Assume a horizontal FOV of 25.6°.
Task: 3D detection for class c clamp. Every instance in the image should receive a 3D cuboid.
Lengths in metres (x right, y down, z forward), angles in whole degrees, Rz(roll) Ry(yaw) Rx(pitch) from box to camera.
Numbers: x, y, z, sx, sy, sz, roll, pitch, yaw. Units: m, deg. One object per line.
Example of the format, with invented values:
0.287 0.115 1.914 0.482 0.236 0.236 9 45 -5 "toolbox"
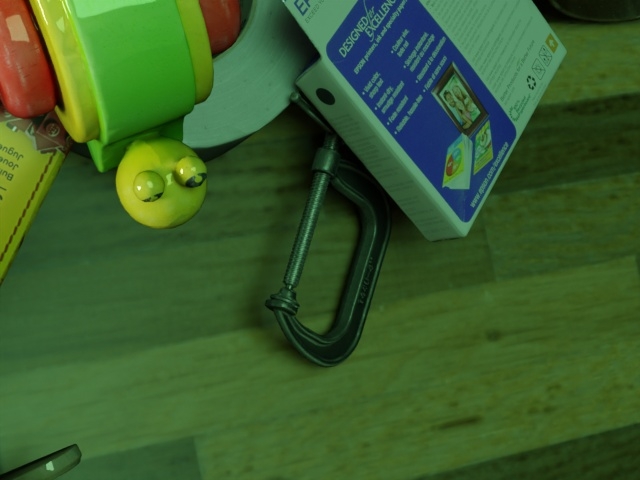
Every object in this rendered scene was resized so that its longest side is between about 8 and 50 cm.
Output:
0.000 0.000 0.943 0.137 0.022 0.161 27 72 -50 "c clamp"

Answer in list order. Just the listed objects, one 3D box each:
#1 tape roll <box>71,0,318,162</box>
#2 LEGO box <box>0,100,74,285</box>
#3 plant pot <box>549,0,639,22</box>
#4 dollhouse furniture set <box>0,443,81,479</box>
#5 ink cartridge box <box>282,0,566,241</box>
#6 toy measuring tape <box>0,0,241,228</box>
-0.107 -0.159 0.924 0.219 0.072 0.219 5 78 -23 "tape roll"
-0.383 -0.106 0.684 0.500 0.193 0.372 27 87 -17 "LEGO box"
0.237 -0.316 1.041 0.215 0.215 0.230 -6 69 -24 "plant pot"
-0.146 0.241 0.737 0.242 0.161 0.212 -30 94 -57 "dollhouse furniture set"
0.068 -0.141 0.961 0.208 0.045 0.206 51 51 -24 "ink cartridge box"
-0.114 -0.159 0.599 0.121 0.121 0.330 -24 101 -25 "toy measuring tape"
